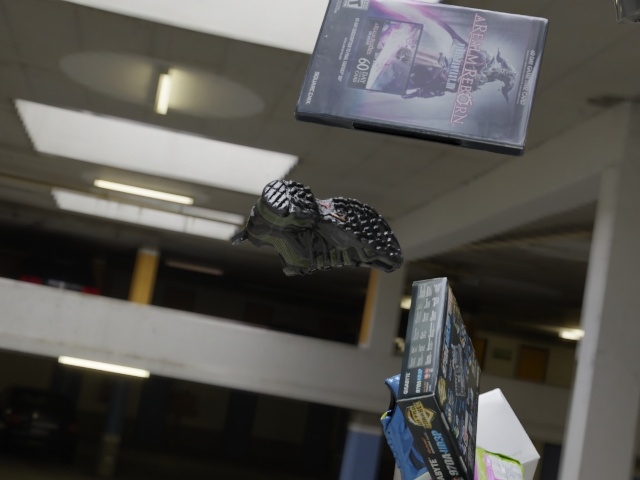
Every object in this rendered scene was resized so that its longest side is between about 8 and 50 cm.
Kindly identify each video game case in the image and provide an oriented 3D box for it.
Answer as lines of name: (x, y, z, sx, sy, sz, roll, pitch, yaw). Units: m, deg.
video game case: (0.124, -0.207, 1.412, 0.274, 0.196, 0.026, 10, -28, 11)

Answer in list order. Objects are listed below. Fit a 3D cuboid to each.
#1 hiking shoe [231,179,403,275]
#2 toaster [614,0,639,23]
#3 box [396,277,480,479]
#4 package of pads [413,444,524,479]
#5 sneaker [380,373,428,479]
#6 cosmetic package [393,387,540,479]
hiking shoe: (0.000, 0.000, 1.518, 0.227, 0.086, 0.114, 23, -51, -26)
toaster: (0.516, -0.385, 1.676, 0.185, 0.110, 0.168, -5, -3, -15)
box: (0.157, 0.184, 1.499, 0.051, 0.220, 0.175, -11, -54, 19)
package of pads: (0.177, 0.439, 1.519, 0.101, 0.296, 0.229, 25, -45, -28)
sneaker: (0.129, 0.313, 1.827, 0.082, 0.209, 0.069, 0, 3, -13)
cosmetic package: (0.239, 0.438, 2.033, 0.197, 0.155, 0.365, -18, -36, -14)
